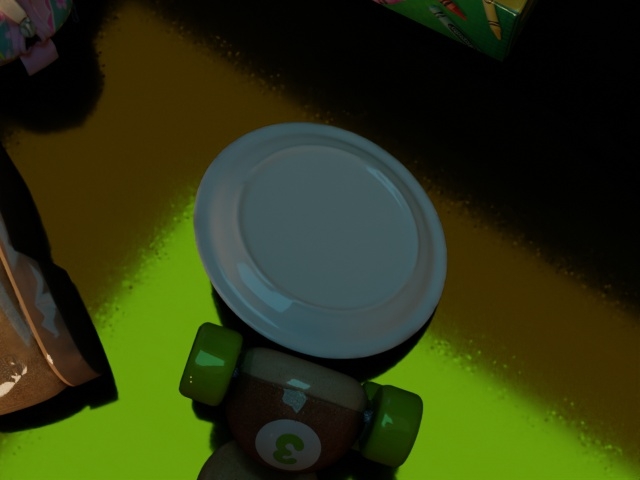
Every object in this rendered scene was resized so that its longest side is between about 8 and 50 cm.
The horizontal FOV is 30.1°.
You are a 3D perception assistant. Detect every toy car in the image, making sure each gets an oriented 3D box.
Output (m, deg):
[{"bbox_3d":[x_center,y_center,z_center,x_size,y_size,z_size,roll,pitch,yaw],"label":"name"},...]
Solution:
[{"bbox_3d":[-0.039,0.169,0.808,0.155,0.149,0.188,19,83,-4],"label":"toy car"}]

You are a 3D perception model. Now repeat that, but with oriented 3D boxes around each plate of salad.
[{"bbox_3d":[0.000,0.000,0.897,0.200,0.048,0.199,9,60,-15],"label":"plate of salad"}]

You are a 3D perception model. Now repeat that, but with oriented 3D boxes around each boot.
[{"bbox_3d":[-0.274,-0.014,0.885,0.115,0.112,0.305,-27,75,2],"label":"boot"}]

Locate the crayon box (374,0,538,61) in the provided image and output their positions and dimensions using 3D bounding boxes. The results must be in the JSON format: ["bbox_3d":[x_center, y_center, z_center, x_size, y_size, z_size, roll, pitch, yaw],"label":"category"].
[{"bbox_3d":[0.144,-0.308,0.993,0.165,0.081,0.278,28,73,9],"label":"crayon box"}]

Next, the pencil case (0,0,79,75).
[{"bbox_3d":[-0.268,-0.255,0.869,0.124,0.284,0.124,-5,49,6],"label":"pencil case"}]
